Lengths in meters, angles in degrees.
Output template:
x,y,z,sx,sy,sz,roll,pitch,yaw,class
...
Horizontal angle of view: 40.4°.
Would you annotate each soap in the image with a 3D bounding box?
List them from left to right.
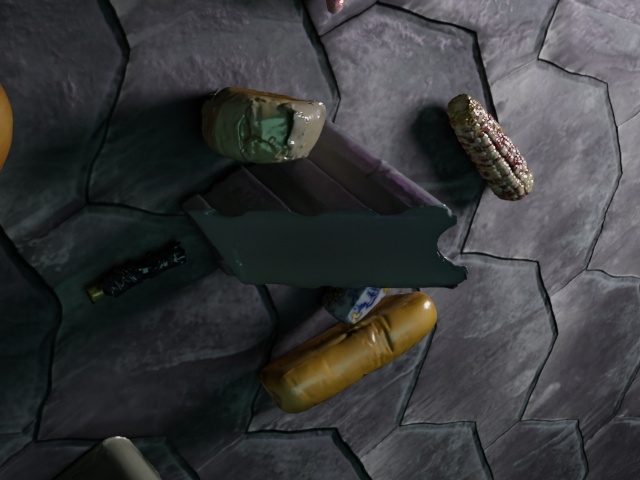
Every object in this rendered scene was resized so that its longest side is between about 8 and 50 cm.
x,y,z,sx,sy,sz,roll,pitch,yaw,class
0.000,0.000,1.168,0.257,0.302,0.159,-32,135,-19,soap

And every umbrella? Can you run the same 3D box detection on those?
x,y,z,sx,sy,sz,roll,pitch,yaw,class
-0.247,0.043,1.174,0.144,0.037,0.040,-27,125,-24,umbrella

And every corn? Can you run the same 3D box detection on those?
x,y,z,sx,sy,sz,roll,pitch,yaw,class
0.276,-0.150,1.428,0.079,0.079,0.237,-51,131,-3,corn

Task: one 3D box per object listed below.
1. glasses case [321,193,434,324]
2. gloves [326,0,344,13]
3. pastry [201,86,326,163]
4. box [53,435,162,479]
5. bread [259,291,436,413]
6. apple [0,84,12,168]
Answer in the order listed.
x,y,z,sx,sy,sz,roll,pitch,yaw,class
0.098,0.025,1.381,0.248,0.087,0.065,-52,126,-5,glasses case
0.045,-0.412,1.110,0.145,0.126,0.241,-14,149,-36,gloves
-0.074,-0.149,1.129,0.165,0.166,0.088,-3,108,-34,pastry
-0.302,0.488,1.156,0.352,0.344,0.177,-39,130,-14,box
0.047,0.177,1.386,0.305,0.142,0.091,-28,91,-20,bread
-0.440,-0.111,0.848,0.241,0.242,0.242,-32,128,-35,apple
